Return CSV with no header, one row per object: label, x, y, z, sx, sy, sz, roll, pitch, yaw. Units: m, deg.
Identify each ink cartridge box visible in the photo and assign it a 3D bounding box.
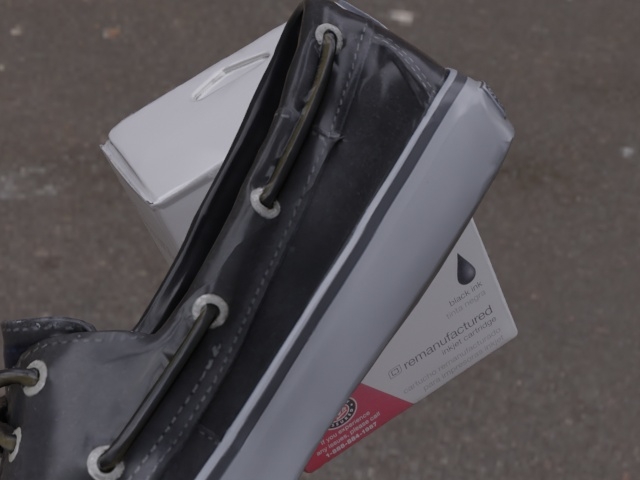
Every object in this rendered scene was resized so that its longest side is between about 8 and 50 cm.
ink cartridge box,0.000,0.000,0.788,0.158,0.218,0.092,-33,35,-9

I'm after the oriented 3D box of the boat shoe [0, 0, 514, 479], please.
boat shoe,-0.041,0.037,0.333,0.076,0.228,0.080,37,-11,-7
